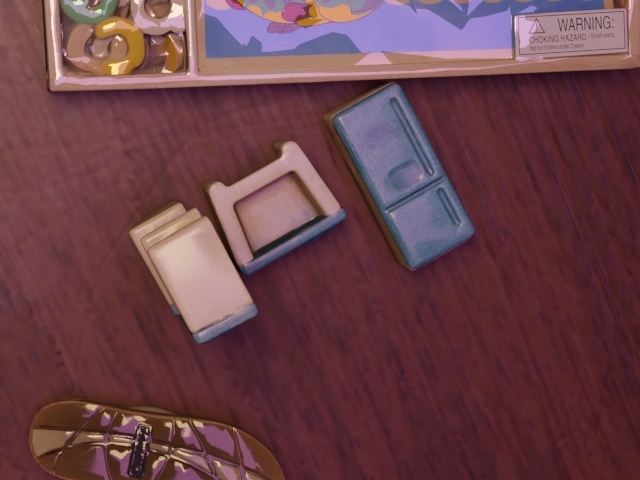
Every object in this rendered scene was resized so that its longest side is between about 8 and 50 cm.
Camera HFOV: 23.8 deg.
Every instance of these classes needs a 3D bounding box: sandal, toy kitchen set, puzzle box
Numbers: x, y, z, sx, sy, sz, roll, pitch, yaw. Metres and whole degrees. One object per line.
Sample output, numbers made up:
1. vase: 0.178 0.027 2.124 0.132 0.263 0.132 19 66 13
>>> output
1. sandal: -0.107 0.148 1.030 0.180 0.049 0.072 15 87 2
2. toy kitchen set: 0.000 0.000 0.972 0.207 0.166 0.122 -30 101 -7
3. puzzle box: 0.016 -0.241 1.009 0.409 0.052 0.272 -4 96 -11
